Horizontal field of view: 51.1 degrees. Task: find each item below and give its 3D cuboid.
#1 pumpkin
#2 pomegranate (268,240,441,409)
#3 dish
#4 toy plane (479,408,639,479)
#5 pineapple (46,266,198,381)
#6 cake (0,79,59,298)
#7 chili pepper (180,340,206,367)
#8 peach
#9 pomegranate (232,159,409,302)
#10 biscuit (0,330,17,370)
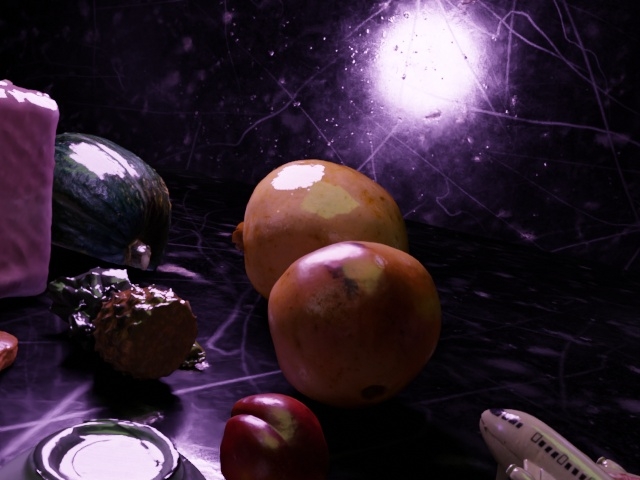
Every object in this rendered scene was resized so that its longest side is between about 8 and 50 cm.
[{"bbox_3d":[-0.385,-0.076,1.158,0.263,0.197,0.293,21,0,11],"label":"pumpkin"},{"bbox_3d":[0.042,0.102,0.803,0.209,0.209,0.209,10,11,-2],"label":"pomegranate"},{"bbox_3d":[-0.145,0.192,0.483,0.246,0.078,0.224,13,10,12],"label":"dish"},{"bbox_3d":[0.235,0.233,0.604,0.229,0.092,0.244,0,14,-36],"label":"toy plane"},{"bbox_3d":[-0.253,0.092,0.825,0.237,0.111,0.119,15,-8,42],"label":"pineapple"},{"bbox_3d":[-0.515,-0.075,0.910,0.237,0.309,0.230,13,8,27],"label":"cake"},{"bbox_3d":[-0.215,0.115,0.901,0.052,0.050,0.201,-33,30,-17],"label":"chili pepper"},{"bbox_3d":[-0.037,0.185,0.587,0.100,0.101,0.101,10,11,-2],"label":"peach"},{"bbox_3d":[0.014,0.005,1.109,0.307,0.307,0.307,10,11,-2],"label":"pomegranate"},{"bbox_3d":[-0.432,0.121,0.686,0.186,0.036,0.192,9,10,-2],"label":"biscuit"}]
